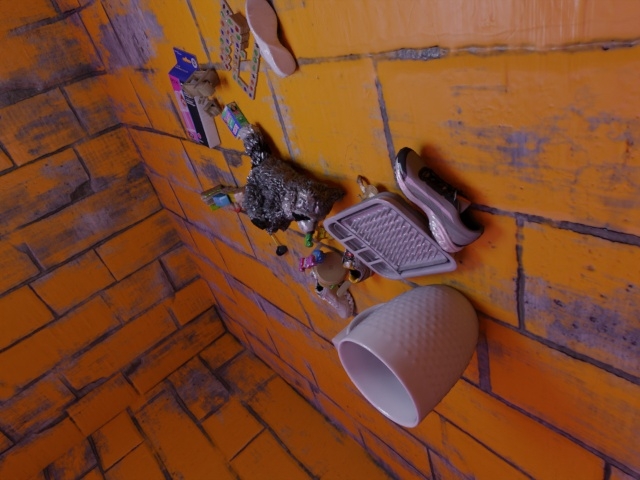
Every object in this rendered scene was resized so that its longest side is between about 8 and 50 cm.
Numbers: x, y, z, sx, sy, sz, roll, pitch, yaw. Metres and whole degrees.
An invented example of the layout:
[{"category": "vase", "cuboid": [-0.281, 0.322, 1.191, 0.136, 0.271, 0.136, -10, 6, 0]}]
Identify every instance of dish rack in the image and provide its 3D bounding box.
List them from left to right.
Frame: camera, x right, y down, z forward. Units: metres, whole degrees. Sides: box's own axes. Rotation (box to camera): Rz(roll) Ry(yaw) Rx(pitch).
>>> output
[{"category": "dish rack", "cuboid": [0.186, -0.012, 1.153, 0.286, 0.072, 0.333, 40, 156, -14]}]

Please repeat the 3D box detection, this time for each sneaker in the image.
[{"category": "sneaker", "cuboid": [-0.147, -0.539, 1.158, 0.094, 0.080, 0.212, 25, 144, 63]}, {"category": "sneaker", "cuboid": [0.040, 0.197, 1.651, 0.110, 0.118, 0.292, 16, 136, 49]}, {"category": "sneaker", "cuboid": [0.115, 0.047, 1.379, 0.088, 0.093, 0.225, 22, 139, 47]}, {"category": "sneaker", "cuboid": [0.269, -0.103, 0.972, 0.271, 0.100, 0.108, 53, 140, -4]}]

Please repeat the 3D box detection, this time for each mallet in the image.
[{"category": "mallet", "cuboid": [-0.210, -0.018, 1.903, 0.189, 0.039, 0.062, 61, 154, -4]}]

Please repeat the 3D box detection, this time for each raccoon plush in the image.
[{"category": "raccoon plush", "cuboid": [-0.122, -0.219, 1.364, 0.299, 0.216, 0.446, -27, 91, 48]}]

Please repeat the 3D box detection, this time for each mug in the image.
[{"category": "mug", "cuboid": [0.229, 0.269, 1.189, 0.374, 0.328, 0.276, 13, 131, 54]}]

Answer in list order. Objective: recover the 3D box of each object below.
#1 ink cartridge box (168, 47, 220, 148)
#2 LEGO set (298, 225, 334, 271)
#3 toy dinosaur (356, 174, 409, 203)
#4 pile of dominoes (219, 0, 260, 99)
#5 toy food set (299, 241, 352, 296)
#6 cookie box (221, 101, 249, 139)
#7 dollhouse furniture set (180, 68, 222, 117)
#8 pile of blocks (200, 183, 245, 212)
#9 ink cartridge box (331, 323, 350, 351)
[{"category": "ink cartridge box", "cuboid": [-0.516, -0.566, 1.735, 0.176, 0.069, 0.370, 33, 144, 36]}, {"category": "LEGO set", "cuboid": [0.000, 0.000, 1.491, 0.093, 0.087, 0.227, -6, 73, 45]}, {"category": "toy dinosaur", "cuboid": [0.152, -0.109, 1.184, 0.183, 0.053, 0.092, 38, 148, 29]}, {"category": "pile of dominoes", "cuboid": [-0.267, -0.581, 1.332, 0.196, 0.040, 0.251, 49, 152, 11]}, {"category": "toy food set", "cuboid": [0.035, 0.104, 1.544, 0.192, 0.132, 0.038, 39, 170, 14]}, {"category": "cookie box", "cuboid": [-0.310, -0.435, 1.570, 0.107, 0.040, 0.092, 55, 153, -3]}, {"category": "dollhouse furniture set", "cuboid": [-0.380, -0.531, 1.558, 0.182, 0.101, 0.161, 23, 164, 46]}, {"category": "pile of blocks", "cuboid": [-0.434, -0.170, 1.960, 0.362, 0.149, 0.112, 12, 131, 53]}, {"category": "ink cartridge box", "cuboid": [0.216, 0.458, 1.661, 0.354, 0.119, 0.207, -2, 119, 60]}]
